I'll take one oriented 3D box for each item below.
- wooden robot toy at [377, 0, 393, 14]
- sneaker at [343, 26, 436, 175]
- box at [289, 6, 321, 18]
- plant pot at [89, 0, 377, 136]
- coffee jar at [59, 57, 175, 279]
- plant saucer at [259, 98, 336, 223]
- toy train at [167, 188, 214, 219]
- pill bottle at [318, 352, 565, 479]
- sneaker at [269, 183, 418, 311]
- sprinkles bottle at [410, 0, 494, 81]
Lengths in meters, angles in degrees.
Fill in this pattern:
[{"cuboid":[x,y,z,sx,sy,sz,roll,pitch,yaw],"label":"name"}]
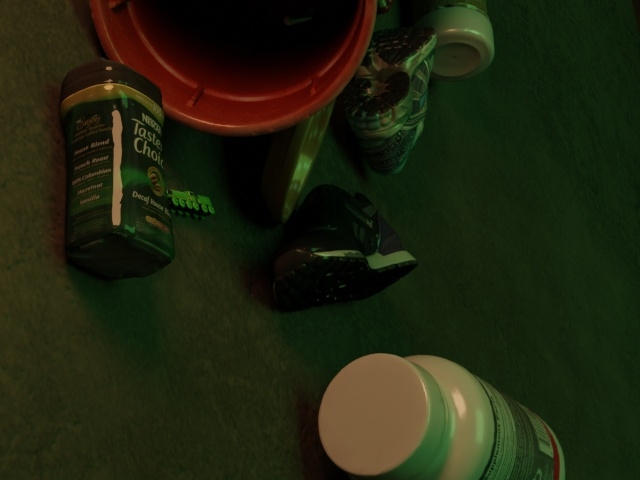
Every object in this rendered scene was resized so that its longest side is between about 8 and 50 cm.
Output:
[{"cuboid":[0.102,-0.373,2.138,0.076,0.079,0.173,60,27,-23],"label":"wooden robot toy"},{"cuboid":[0.091,-0.186,1.992,0.283,0.110,0.122,-66,150,-53],"label":"sneaker"},{"cuboid":[0.045,-0.508,1.880,0.395,0.097,0.318,-43,118,-30],"label":"box"},{"cuboid":[-0.065,-0.271,1.524,0.272,0.272,0.265,64,16,-15],"label":"plant pot"},{"cuboid":[-0.180,-0.065,1.338,0.096,0.079,0.184,32,45,-54],"label":"coffee jar"},{"cuboid":[-0.022,-0.116,1.637,0.200,0.037,0.200,20,90,-86],"label":"plant saucer"},{"cuboid":[-0.132,-0.037,1.493,0.083,0.017,0.024,13,51,-62],"label":"toy train"},{"cuboid":[0.131,0.227,1.659,0.318,0.176,0.176,34,44,-53],"label":"pill bottle"},{"cuboid":[0.000,0.000,1.673,0.124,0.107,0.283,61,19,12],"label":"sneaker"},{"cuboid":[0.187,-0.411,2.290,0.121,0.121,0.355,41,38,-47],"label":"sprinkles bottle"}]
